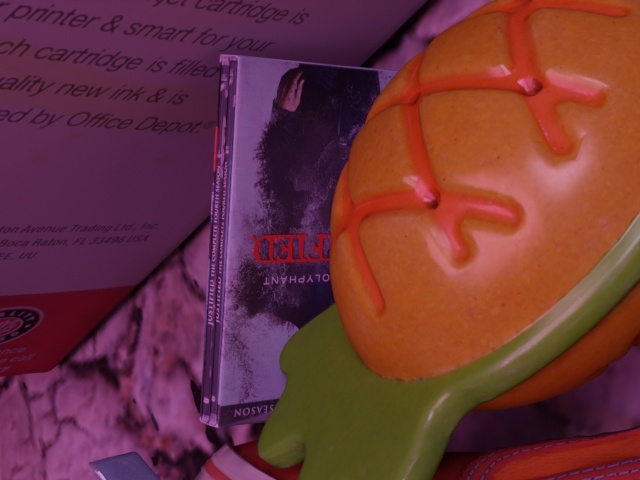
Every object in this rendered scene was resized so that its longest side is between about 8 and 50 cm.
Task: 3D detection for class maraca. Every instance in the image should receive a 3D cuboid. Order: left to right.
[{"bbox_3d":[0.047,0.002,0.369,0.186,0.099,0.127,-51,21,4],"label":"maraca"}]

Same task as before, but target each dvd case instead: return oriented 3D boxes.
[{"bbox_3d":[0.000,0.000,0.434,0.013,0.087,0.119,12,99,49],"label":"dvd case"}]

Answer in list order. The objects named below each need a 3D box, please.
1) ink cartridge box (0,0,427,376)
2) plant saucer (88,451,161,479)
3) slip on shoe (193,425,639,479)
[{"bbox_3d":[-0.129,-0.103,0.420,0.384,0.279,0.160,-41,64,34],"label":"ink cartridge box"},{"bbox_3d":[-0.010,0.147,0.439,0.192,0.018,0.067,46,165,9],"label":"plant saucer"},{"bbox_3d":[0.081,0.104,0.368,0.331,0.101,0.123,1,134,51],"label":"slip on shoe"}]
